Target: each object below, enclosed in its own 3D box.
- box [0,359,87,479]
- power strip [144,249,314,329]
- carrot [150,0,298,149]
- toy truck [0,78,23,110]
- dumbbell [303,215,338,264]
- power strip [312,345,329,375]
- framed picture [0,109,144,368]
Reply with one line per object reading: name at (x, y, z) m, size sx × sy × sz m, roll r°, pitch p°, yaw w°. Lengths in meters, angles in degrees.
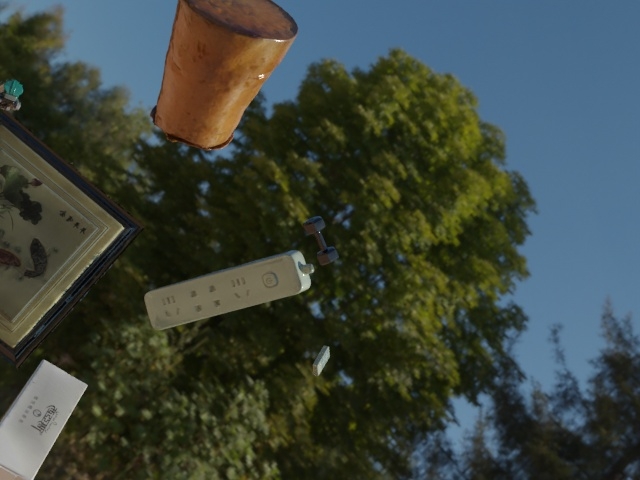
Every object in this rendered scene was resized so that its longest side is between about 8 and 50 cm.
box at (-0.569, 0.384, 1.535) m, size 0.111 × 0.260 × 0.194 m, roll 35°, pitch -61°, yaw -9°
power strip at (-0.190, 0.104, 1.708) m, size 0.062 × 0.385 × 0.091 m, roll -19°, pitch 93°, yaw -70°
carrot at (-0.170, -0.268, 1.304) m, size 0.196 × 0.196 × 0.254 m, roll 44°, pitch -51°, yaw 21°
toy truck at (-0.492, -0.229, 1.272) m, size 0.039 × 0.044 × 0.083 m, roll 20°, pitch -6°, yaw -34°
dumbbell at (0.000, 0.000, 1.397) m, size 0.040 × 0.036 × 0.083 m, roll -17°, pitch -77°, yaw 28°
power strip at (0.002, 0.320, 2.169) m, size 0.016 × 0.090 × 0.040 m, roll 10°, pitch -52°, yaw 20°
framed picture at (-0.318, -0.006, 0.838) m, size 0.195 × 0.199 × 0.010 m, roll 41°, pitch -17°, yaw -6°
